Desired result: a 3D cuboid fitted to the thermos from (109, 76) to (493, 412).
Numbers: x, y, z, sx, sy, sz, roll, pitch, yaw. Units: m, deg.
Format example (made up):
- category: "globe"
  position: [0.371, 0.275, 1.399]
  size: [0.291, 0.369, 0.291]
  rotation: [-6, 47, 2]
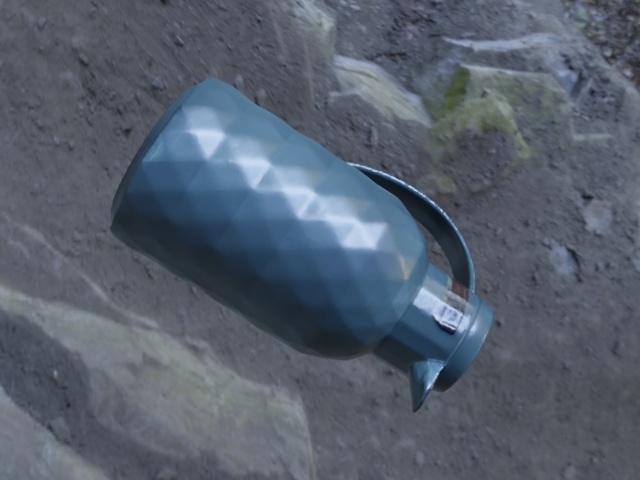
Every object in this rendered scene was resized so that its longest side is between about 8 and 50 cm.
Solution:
- category: "thermos"
  position: [0.000, 0.000, 0.718]
  size: [0.287, 0.182, 0.145]
  rotation: [32, 138, -3]
